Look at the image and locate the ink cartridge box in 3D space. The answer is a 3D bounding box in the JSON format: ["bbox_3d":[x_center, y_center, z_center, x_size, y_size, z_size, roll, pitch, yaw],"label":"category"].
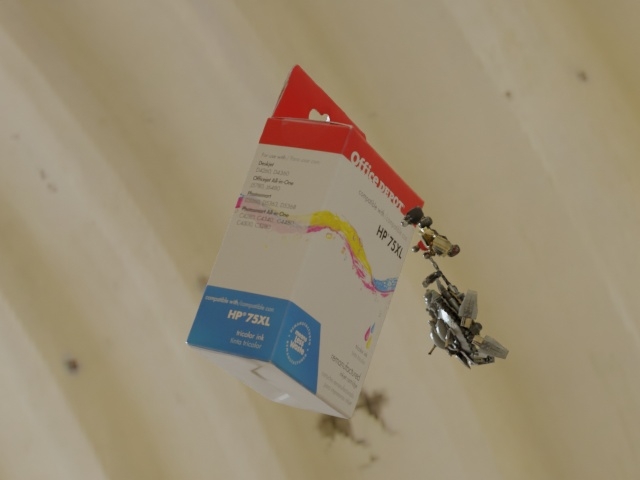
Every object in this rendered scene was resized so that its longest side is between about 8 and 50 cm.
[{"bbox_3d":[0.000,0.000,1.179,0.078,0.231,0.134,9,-18,32],"label":"ink cartridge box"}]

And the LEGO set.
[{"bbox_3d":[0.046,0.025,0.608,0.023,0.054,0.083,-34,-65,-8],"label":"LEGO set"}]
